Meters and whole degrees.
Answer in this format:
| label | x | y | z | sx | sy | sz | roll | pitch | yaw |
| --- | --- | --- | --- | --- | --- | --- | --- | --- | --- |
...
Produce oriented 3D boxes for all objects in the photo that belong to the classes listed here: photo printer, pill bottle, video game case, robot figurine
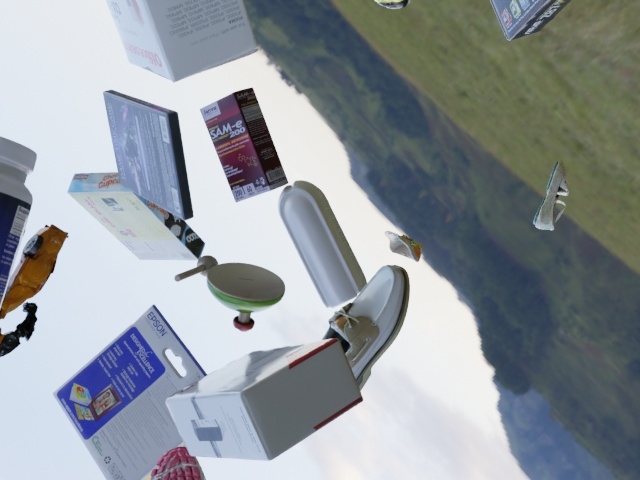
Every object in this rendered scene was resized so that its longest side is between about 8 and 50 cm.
| label | x | y | z | sx | sy | sz | roll | pitch | yaw |
| --- | --- | --- | --- | --- | --- | --- | --- | --- | --- |
| photo printer | 0.000 | 0.000 | 1.965 | 0.308 | 0.107 | 0.256 | 64 | -173 | 0 |
| pill bottle | -0.535 | -0.029 | 1.263 | 0.153 | 0.265 | 0.153 | 13 | 171 | 2 |
| video game case | -0.323 | -0.164 | 1.522 | 0.274 | 0.026 | 0.196 | 26 | 128 | 49 |
| robot figurine | -0.612 | 0.075 | 1.558 | 0.085 | 0.291 | 0.211 | -2 | 147 | 48 |

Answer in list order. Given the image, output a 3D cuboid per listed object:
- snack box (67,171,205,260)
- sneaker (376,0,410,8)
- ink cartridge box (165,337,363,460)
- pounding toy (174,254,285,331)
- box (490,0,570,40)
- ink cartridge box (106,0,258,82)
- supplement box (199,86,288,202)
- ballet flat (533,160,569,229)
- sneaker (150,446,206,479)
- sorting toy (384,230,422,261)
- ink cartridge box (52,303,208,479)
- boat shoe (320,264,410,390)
| label | x | y | z | sx | sy | sz | roll | pitch | yaw |
| --- | --- | --- | --- | --- | --- | --- | --- | --- | --- |
| snack box | -0.435 | -0.052 | 1.971 | 0.322 | 0.187 | 0.060 | 55 | -138 | -52 |
| sneaker | 0.170 | -0.483 | 1.103 | 0.147 | 0.384 | 0.145 | 42 | -173 | -36 |
| ink cartridge box | -0.097 | 0.256 | 1.321 | 0.272 | 0.197 | 0.114 | -17 | 96 | 54 |
| pounding toy | -0.204 | 0.131 | 1.895 | 0.236 | 0.110 | 0.183 | 17 | -157 | 11 |
| box | 0.412 | -0.613 | 1.591 | 0.395 | 0.097 | 0.318 | 139 | 111 | -78 |
| ink cartridge box | -0.267 | -0.466 | 1.288 | 0.279 | 0.160 | 0.385 | 34 | 147 | 57 |
| supplement box | -0.179 | -0.222 | 1.925 | 0.073 | 0.130 | 0.240 | -27 | -82 | -47 |
| ballet flat | 0.513 | -0.094 | 1.782 | 0.052 | 0.168 | 0.057 | 17 | 163 | 23 |
| sneaker | -0.247 | 0.540 | 1.559 | 0.112 | 0.120 | 0.299 | -11 | -89 | -76 |
| sorting toy | 0.177 | 0.004 | 1.797 | 0.075 | 0.045 | 0.083 | 37 | 171 | -36 |
| ink cartridge box | -0.392 | 0.351 | 1.802 | 0.303 | 0.307 | 0.072 | 47 | 175 | 28 |
| boat shoe | 0.072 | 0.179 | 1.606 | 0.103 | 0.302 | 0.113 | 22 | -174 | -33 |
